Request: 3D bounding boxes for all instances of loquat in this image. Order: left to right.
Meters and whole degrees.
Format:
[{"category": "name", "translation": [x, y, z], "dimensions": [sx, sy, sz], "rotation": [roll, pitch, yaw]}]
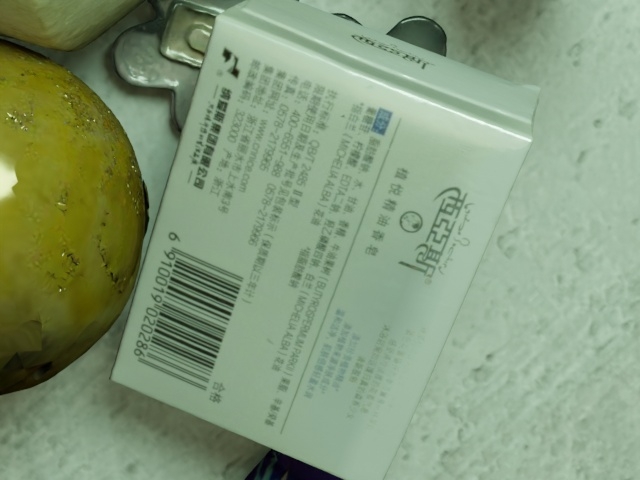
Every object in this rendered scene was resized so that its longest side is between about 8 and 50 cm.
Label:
[{"category": "loquat", "translation": [-0.220, -0.014, 0.687], "dimensions": [0.235, 0.235, 0.235], "rotation": [-1, 99, -5]}]

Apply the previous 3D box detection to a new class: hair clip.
[{"category": "hair clip", "translation": [-0.019, -0.117, 0.803], "dimensions": [0.257, 0.075, 0.146], "rotation": [21, 112, -1]}]

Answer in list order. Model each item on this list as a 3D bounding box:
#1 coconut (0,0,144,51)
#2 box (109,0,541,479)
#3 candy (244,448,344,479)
[{"category": "coconut", "translation": [-0.169, -0.259, 0.654], "dimensions": [0.329, 0.329, 0.329], "rotation": [-1, 99, -5]}, {"category": "box", "translation": [0.000, -0.001, 0.747], "dimensions": [0.203, 0.116, 0.274], "rotation": [21, 115, 4]}, {"category": "candy", "translation": [-0.058, 0.251, 0.859], "dimensions": [0.275, 0.070, 0.145], "rotation": [-42, 107, -2]}]
